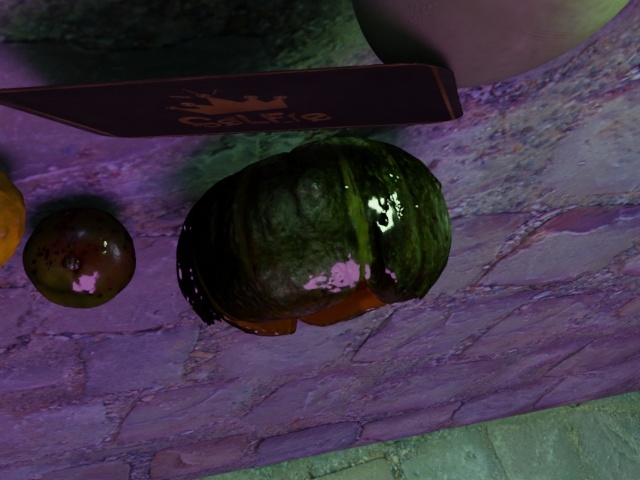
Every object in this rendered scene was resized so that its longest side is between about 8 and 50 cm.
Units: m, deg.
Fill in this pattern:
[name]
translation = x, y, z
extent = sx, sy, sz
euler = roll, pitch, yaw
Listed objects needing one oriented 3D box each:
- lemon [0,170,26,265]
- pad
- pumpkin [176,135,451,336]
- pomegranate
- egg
[lemon]
translation = -0.361, -0.015, 0.774
extent = 0.114, 0.114, 0.155
euler = 6, 148, -37
[pad]
translation = -0.061, -0.086, 0.692
extent = 0.375, 0.063, 0.315
euler = 0, 180, 14
[pumpkin]
translation = 0.000, 0.000, 0.885
extent = 0.320, 0.192, 0.320
euler = -11, 168, -2
[pomegranate]
translation = -0.277, 0.016, 0.887
extent = 0.130, 0.130, 0.130
euler = -14, 152, -7
[egg]
translation = 0.123, -0.227, 0.556
extent = 0.218, 0.218, 0.295
euler = -2, 155, -26
